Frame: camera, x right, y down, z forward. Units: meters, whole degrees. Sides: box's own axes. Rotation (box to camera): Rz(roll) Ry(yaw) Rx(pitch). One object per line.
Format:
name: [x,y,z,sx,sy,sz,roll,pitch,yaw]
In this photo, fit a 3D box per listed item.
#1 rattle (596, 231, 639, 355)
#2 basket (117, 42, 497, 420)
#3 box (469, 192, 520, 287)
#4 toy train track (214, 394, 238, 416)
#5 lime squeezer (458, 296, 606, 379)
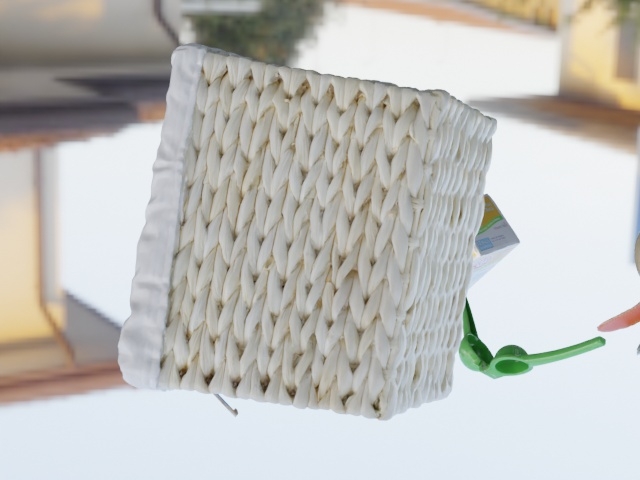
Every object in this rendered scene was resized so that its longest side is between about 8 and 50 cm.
rattle: [0.321,0.004,1.187,0.142,0.130,0.200,12,-129,35]
basket: [0.000,0.000,1.485,0.266,0.331,0.328,11,-178,16]
box: [0.210,0.027,2.458,0.114,0.203,0.103,-15,-113,-46]
toy train track: [-0.141,0.210,2.081,0.014,0.083,0.048,-40,171,-25]
lime squeezer: [0.249,0.136,1.987,0.110,0.059,0.310,-48,-147,-13]
